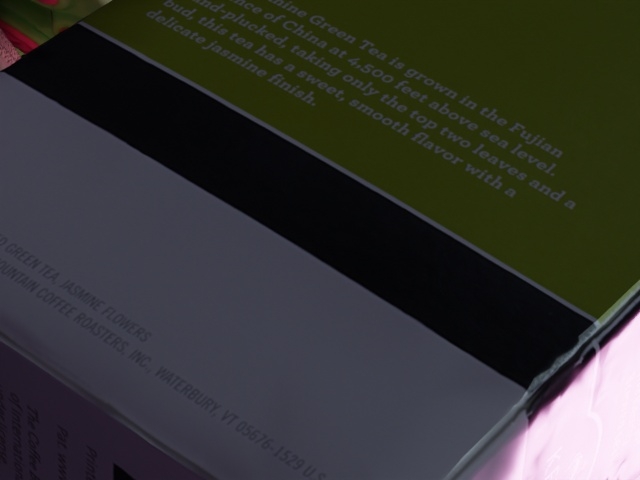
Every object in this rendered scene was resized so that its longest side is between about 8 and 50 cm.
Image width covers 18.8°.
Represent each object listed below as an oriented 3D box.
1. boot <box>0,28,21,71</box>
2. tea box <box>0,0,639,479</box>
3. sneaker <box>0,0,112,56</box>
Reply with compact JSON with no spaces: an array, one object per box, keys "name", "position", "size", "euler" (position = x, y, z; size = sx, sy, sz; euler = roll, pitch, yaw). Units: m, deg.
[{"name":"boot","position":[-0.147,0.036,0.907],"size":[0.203,0.095,0.262],"euler":[-128,-151,-46]},{"name":"tea box","position":[0.017,0.072,0.726],"size":[0.323,0.220,0.329],"euler":[-38,148,-37]},{"name":"sneaker","position":[-0.056,-0.173,1.052],"size":[0.483,0.185,0.202],"euler":[5,104,-62]}]
